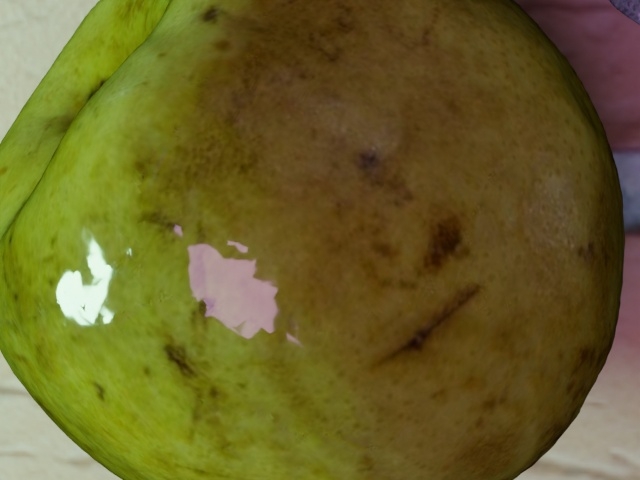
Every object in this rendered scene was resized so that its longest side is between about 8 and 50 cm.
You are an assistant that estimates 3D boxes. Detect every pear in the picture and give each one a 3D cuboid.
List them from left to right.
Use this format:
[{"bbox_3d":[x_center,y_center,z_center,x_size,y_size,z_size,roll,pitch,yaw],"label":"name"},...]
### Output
[{"bbox_3d":[0.000,0.000,0.782,0.304,0.304,0.303,5,111,14],"label":"pear"}]

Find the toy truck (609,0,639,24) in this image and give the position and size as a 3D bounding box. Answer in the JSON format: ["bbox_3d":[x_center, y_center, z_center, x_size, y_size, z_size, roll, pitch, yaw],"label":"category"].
[{"bbox_3d":[0.252,-0.112,0.754,0.253,0.114,0.107,30,114,5],"label":"toy truck"}]
